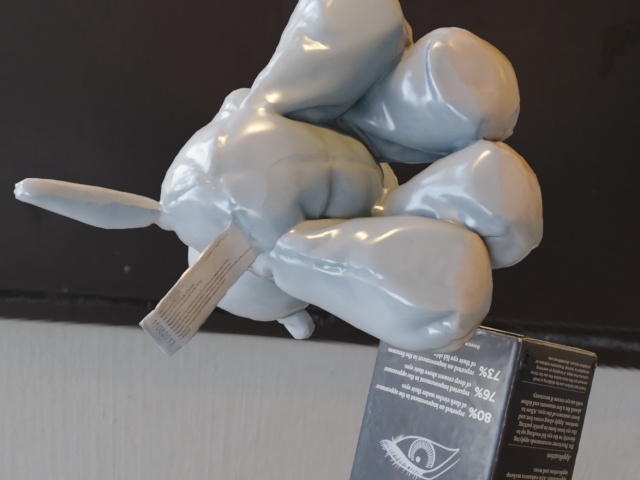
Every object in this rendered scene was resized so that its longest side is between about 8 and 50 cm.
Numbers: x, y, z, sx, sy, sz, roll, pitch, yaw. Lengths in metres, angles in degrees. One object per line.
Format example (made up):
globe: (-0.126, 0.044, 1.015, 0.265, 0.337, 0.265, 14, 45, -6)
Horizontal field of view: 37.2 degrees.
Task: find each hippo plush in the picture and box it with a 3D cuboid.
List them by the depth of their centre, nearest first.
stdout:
hippo plush: (0.000, 0.000, 0.650, 0.294, 0.236, 0.234, -41, 80, -20)

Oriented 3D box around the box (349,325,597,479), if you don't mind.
box: (0.120, 0.173, 0.792, 0.108, 0.207, 0.153, 15, -3, -39)
